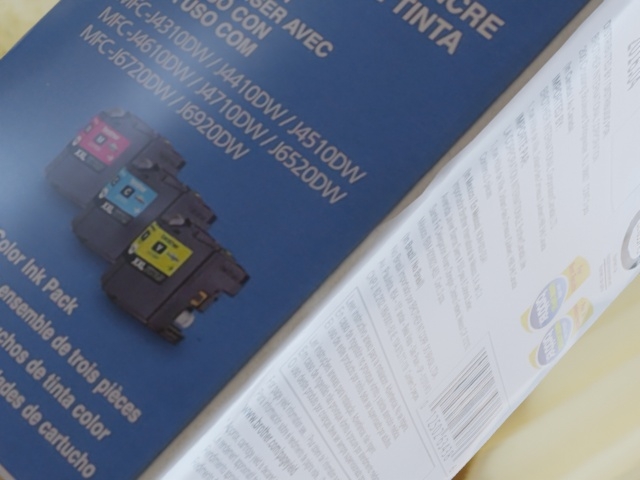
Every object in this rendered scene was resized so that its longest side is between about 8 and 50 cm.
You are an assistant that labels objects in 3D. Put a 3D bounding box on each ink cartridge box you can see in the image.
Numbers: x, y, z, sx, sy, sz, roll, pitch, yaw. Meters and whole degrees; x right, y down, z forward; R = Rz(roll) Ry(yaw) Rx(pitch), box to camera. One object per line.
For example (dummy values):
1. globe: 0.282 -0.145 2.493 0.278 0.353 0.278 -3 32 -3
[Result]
1. ink cartridge box: 0.000 0.000 0.578 0.151 0.395 0.270 42 170 23
